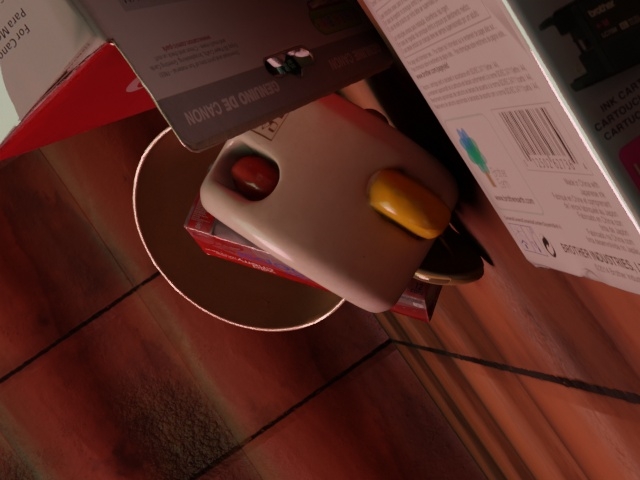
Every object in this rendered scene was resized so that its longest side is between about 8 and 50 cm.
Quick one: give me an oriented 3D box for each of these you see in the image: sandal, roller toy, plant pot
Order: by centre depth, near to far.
[{"bbox_3d":[0.011,-0.045,0.848,0.191,0.146,0.209,31,-179,3],"label":"roller toy"},{"bbox_3d":[0.090,-0.023,0.967,0.049,0.072,0.180,91,155,-46],"label":"sandal"},{"bbox_3d":[-0.055,-0.059,1.236,0.284,0.284,0.191,56,-147,-15],"label":"plant pot"}]

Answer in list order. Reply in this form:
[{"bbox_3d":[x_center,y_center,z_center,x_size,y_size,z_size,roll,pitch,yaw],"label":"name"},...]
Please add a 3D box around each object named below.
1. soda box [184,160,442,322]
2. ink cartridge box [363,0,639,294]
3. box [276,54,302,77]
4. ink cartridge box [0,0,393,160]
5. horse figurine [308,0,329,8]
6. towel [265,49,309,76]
[{"bbox_3d":[0.000,0.000,1.057,0.263,0.083,0.092,17,165,14],"label":"soda box"},{"bbox_3d":[0.059,-0.121,0.431,0.311,0.065,0.186,54,177,-8],"label":"ink cartridge box"},{"bbox_3d":[-0.038,-0.208,1.260,0.083,0.018,0.067,54,177,21],"label":"box"},{"bbox_3d":[-0.120,-0.168,0.662,0.272,0.130,0.309,55,-148,0],"label":"ink cartridge box"},{"bbox_3d":[-0.043,-0.248,0.594,0.263,0.066,0.174,60,-177,39],"label":"horse figurine"},{"bbox_3d":[-0.169,-0.249,1.064,0.283,0.121,0.235,29,-171,-28],"label":"towel"}]
